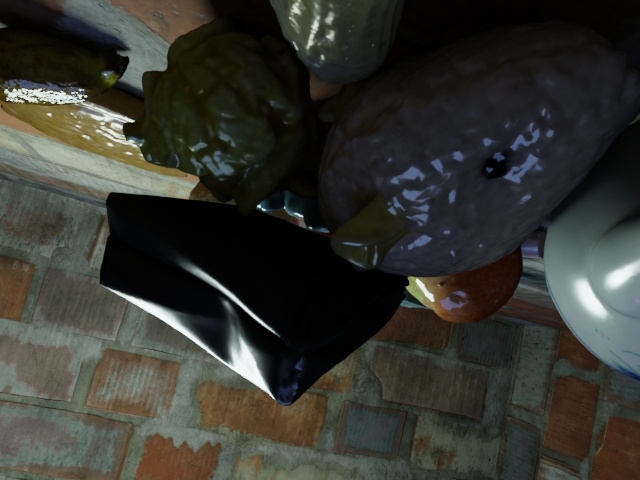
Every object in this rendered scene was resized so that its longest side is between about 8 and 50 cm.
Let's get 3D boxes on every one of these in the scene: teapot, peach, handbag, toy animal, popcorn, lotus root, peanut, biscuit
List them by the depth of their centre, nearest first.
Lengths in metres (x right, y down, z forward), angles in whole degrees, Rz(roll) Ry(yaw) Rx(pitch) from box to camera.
[{"bbox_3d":[0.013,-0.174,0.296,0.099,0.090,0.214,55,172,7],"label":"peanut"},{"bbox_3d":[0.346,-0.006,0.400,0.424,0.252,0.280,-7,153,-34],"label":"teapot"},{"bbox_3d":[0.107,-0.062,0.464,0.226,0.188,0.358,-10,159,-1],"label":"toy animal"},{"bbox_3d":[-0.081,-0.119,0.503,0.185,0.167,0.187,31,178,39],"label":"popcorn"},{"bbox_3d":[-0.061,0.036,0.588,0.342,0.152,0.288,23,-162,32],"label":"handbag"},{"bbox_3d":[-0.336,-0.214,0.622,0.190,0.094,0.108,9,-154,1],"label":"lotus root"},{"bbox_3d":[0.263,0.035,0.895,0.232,0.232,0.232,14,172,2],"label":"peach"},{"bbox_3d":[-0.391,-0.199,0.896,0.385,0.062,0.365,19,171,-30],"label":"biscuit"}]

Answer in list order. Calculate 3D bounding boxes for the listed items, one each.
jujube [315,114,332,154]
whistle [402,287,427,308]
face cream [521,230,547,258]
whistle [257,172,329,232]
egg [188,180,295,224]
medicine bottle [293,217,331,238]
[{"bbox_3d":[-0.022,-0.137,0.672,0.077,0.077,0.129,22,180,-42],"label":"jujube"},{"bbox_3d":[0.315,0.124,1.480,0.404,0.168,0.188,14,171,6],"label":"whistle"},{"bbox_3d":[0.351,0.000,0.991,0.198,0.057,0.084,5,170,39],"label":"face cream"},{"bbox_3d":[-0.023,-0.084,0.781,0.180,0.093,0.269,-13,-159,-13],"label":"whistle"},{"bbox_3d":[-0.159,-0.061,0.990,0.233,0.195,0.195,-8,164,20],"label":"egg"},{"bbox_3d":[0.000,0.000,1.281,0.147,0.147,0.247,7,168,40],"label":"medicine bottle"}]
